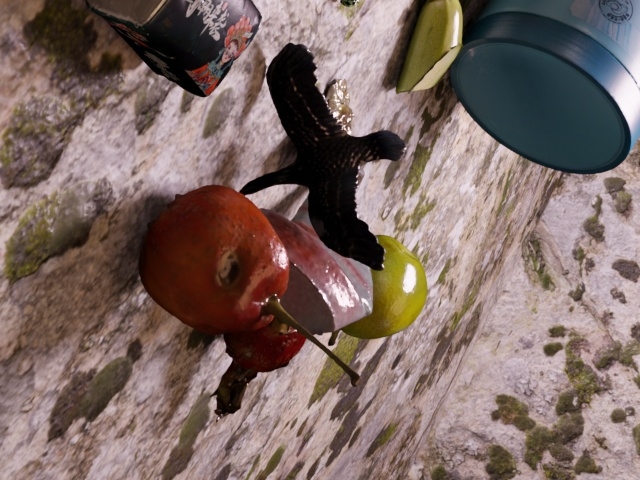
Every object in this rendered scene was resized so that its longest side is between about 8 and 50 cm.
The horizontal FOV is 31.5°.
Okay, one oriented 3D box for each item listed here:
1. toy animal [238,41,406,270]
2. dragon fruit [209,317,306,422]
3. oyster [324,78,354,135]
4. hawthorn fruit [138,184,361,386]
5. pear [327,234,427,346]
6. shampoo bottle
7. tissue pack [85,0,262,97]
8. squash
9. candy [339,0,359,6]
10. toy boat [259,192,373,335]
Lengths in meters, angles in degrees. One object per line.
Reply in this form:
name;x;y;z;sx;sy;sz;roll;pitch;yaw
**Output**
toy animal;-0.001;-0.078;1.368;0.197;0.273;0.160;-24;172;39
dragon fruit;-0.085;0.137;1.529;0.246;0.125;0.125;-60;167;14
oyster;0.006;-0.131;1.502;0.166;0.053;0.108;-60;173;-30
hawthorn fruit;-0.062;0.056;1.217;0.165;0.285;0.165;-54;170;-14
pear;0.072;0.095;1.851;0.216;0.166;0.180;-44;179;15
shampoo bottle;0.442;-0.345;1.912;0.343;0.331;0.331;-56;161;-21
tissue pack;-0.125;-0.204;0.989;0.103;0.090;0.170;-58;160;-4
squash;0.171;-0.299;1.661;0.090;0.075;0.200;-12;131;-33
candy;0.024;-0.300;1.358;0.023;0.025;0.083;-47;157;11
toy boat;0.000;0.000;1.501;0.096;0.206;0.282;-52;-174;32
